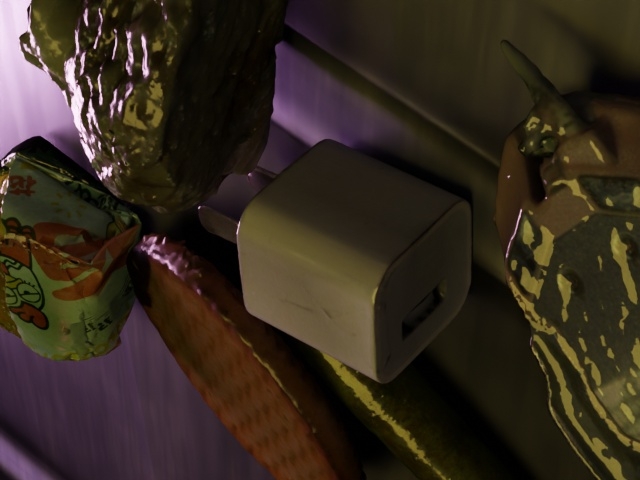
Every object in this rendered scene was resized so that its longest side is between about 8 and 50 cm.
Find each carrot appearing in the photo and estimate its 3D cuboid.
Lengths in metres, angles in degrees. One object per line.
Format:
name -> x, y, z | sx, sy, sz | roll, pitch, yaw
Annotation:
carrot -> 0.106, 0.182, 1.369 | 0.358, 0.074, 0.074 | 47, 146, -1

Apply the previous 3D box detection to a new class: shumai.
shumai -> -0.141, -0.155, 1.197 | 0.218, 0.189, 0.255 | 32, 132, 23

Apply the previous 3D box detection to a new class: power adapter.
power adapter -> 0.000, 0.000, 1.250 | 0.205, 0.130, 0.125 | 27, 141, 30

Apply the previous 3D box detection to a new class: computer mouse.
computer mouse -> 0.227, 0.034, 1.052 | 0.199, 0.115, 0.389 | -35, 84, 40

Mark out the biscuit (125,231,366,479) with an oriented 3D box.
biscuit -> -0.069, 0.123, 1.470 | 0.318, 0.040, 0.318 | 46, 162, 19

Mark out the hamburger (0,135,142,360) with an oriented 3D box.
hamburger -> -0.289, 0.012, 1.584 | 0.235, 0.125, 0.214 | 28, 134, 5
